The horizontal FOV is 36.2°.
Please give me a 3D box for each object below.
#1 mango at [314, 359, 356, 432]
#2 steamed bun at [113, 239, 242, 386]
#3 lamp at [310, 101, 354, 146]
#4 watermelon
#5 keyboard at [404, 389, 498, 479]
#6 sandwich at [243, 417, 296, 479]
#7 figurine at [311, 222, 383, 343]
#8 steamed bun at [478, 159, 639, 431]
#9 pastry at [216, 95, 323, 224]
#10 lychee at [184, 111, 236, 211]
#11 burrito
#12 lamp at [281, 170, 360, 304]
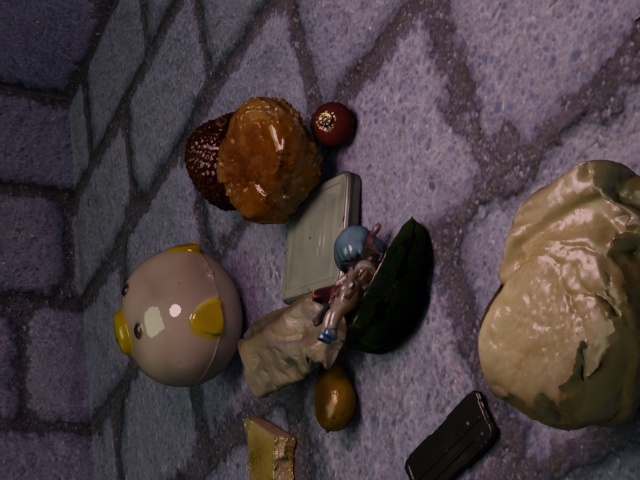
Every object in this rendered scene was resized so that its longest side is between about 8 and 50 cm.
[{"bbox_3d":[0.028,0.322,2.047,0.103,0.076,0.161,-51,36,44],"label":"mango"},{"bbox_3d":[-0.359,0.194,2.520,0.334,0.333,0.374,-61,41,33],"label":"steamed bun"},{"bbox_3d":[0.027,-0.257,2.166,0.101,0.090,0.101,-4,79,24],"label":"lamp"},{"bbox_3d":[0.135,0.104,1.898,0.129,0.123,0.301,-102,31,-70],"label":"watermelon"},{"bbox_3d":[0.229,0.375,1.742,0.262,0.016,0.106,-57,38,39],"label":"keyboard"},{"bbox_3d":[-0.115,0.481,2.283,0.162,0.058,0.193,-44,46,45],"label":"sandwich"},{"bbox_3d":[0.052,0.076,1.949,0.205,0.102,0.260,106,-173,-67],"label":"figurine"},{"bbox_3d":[0.378,0.084,1.332,0.325,0.230,0.372,18,97,61],"label":"steamed bun"},{"bbox_3d":[-0.109,-0.185,2.229,0.255,0.162,0.311,56,139,16],"label":"pastry"},{"bbox_3d":[-0.228,-0.199,2.475,0.271,0.235,0.236,92,163,-49],"label":"lychee"},{"bbox_3d":[-0.057,0.210,2.126,0.332,0.135,0.190,-34,21,52],"label":"burrito"},{"bbox_3d":[0.000,0.000,2.188,0.269,0.047,0.267,-22,58,57],"label":"lamp"}]
